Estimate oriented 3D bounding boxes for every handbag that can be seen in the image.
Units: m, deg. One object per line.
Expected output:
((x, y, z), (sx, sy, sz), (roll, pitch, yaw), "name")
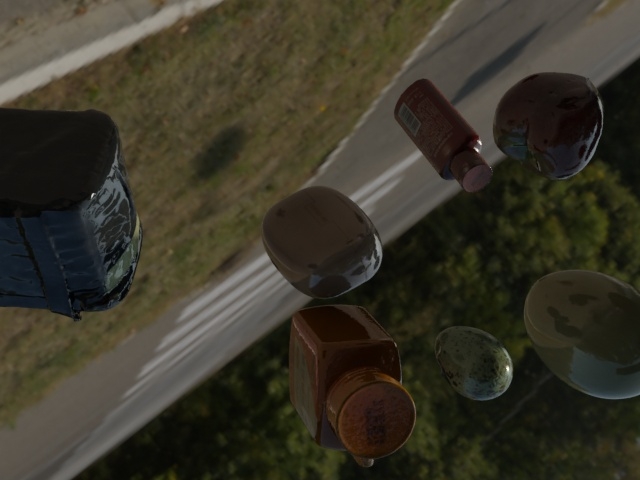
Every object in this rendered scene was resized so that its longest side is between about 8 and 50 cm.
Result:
((-0.306, -0.030, 1.042), (0.181, 0.254, 0.181), (88, 6, -48), "handbag")

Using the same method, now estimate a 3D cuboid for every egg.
((0.433, 0.145, 1.652), (0.186, 0.242, 0.186), (-57, 172, -12), "egg")
((0.193, 0.154, 1.332), (0.085, 0.110, 0.085), (-47, 159, -24), "egg")

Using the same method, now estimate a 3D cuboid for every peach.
((0.318, -0.165, 1.432), (0.152, 0.152, 0.152), (-39, 176, -3), "peach")

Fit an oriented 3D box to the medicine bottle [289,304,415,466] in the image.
((0.037, 0.184, 1.342), (0.112, 0.149, 0.222), (-3, -164, -15), "medicine bottle")

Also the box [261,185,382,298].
((0.000, 0.000, 1.460), (0.146, 0.200, 0.088), (-28, 130, -12), "box")

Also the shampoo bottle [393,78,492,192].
((0.256, -0.216, 2.186), (0.076, 0.314, 0.118), (25, 113, -38), "shampoo bottle")
